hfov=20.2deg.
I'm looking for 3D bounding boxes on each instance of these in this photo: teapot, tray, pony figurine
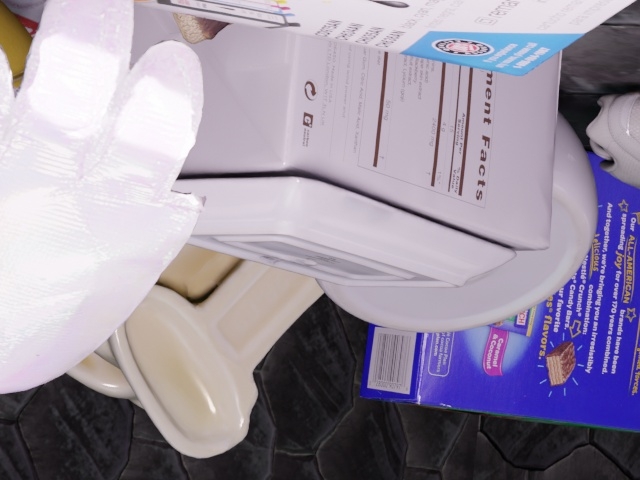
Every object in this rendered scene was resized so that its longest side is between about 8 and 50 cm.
[{"bbox_3d":[0.091,-0.060,1.436,0.252,0.187,0.256,-13,144,7],"label":"teapot"},{"bbox_3d":[0.000,0.000,1.111,0.145,0.030,0.270,0,171,33],"label":"tray"},{"bbox_3d":[-0.243,0.031,0.583,0.303,0.363,0.351,34,140,0],"label":"pony figurine"}]

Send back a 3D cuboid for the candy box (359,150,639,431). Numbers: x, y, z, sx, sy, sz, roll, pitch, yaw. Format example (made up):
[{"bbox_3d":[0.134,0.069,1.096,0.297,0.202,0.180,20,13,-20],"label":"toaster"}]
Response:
[{"bbox_3d":[0.216,0.045,1.763,0.317,0.268,0.122,10,176,-27],"label":"candy box"}]

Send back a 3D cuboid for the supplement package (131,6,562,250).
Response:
[{"bbox_3d":[0.007,-0.098,1.152,0.177,0.175,0.293,-2,170,37],"label":"supplement package"}]

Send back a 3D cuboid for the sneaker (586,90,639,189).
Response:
[{"bbox_3d":[0.293,-0.074,1.505,0.121,0.099,0.262,12,168,22],"label":"sneaker"}]

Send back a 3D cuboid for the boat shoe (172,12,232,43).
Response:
[{"bbox_3d":[-0.054,-0.159,0.921,0.342,0.123,0.123,6,173,6],"label":"boat shoe"}]

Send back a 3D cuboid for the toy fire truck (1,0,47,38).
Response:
[{"bbox_3d":[-0.258,-0.153,1.159,0.254,0.169,0.302,-22,164,18],"label":"toy fire truck"}]

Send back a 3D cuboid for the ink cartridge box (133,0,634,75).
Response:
[{"bbox_3d":[-0.009,-0.168,0.604,0.232,0.168,0.171,9,173,-9],"label":"ink cartridge box"}]

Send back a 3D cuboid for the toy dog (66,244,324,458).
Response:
[{"bbox_3d":[-0.199,-0.011,1.614,0.395,0.284,0.408,41,164,-24],"label":"toy dog"}]

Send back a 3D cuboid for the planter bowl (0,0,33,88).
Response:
[{"bbox_3d":[-0.230,-0.091,0.990,0.217,0.090,0.217,-10,-163,3],"label":"planter bowl"}]
